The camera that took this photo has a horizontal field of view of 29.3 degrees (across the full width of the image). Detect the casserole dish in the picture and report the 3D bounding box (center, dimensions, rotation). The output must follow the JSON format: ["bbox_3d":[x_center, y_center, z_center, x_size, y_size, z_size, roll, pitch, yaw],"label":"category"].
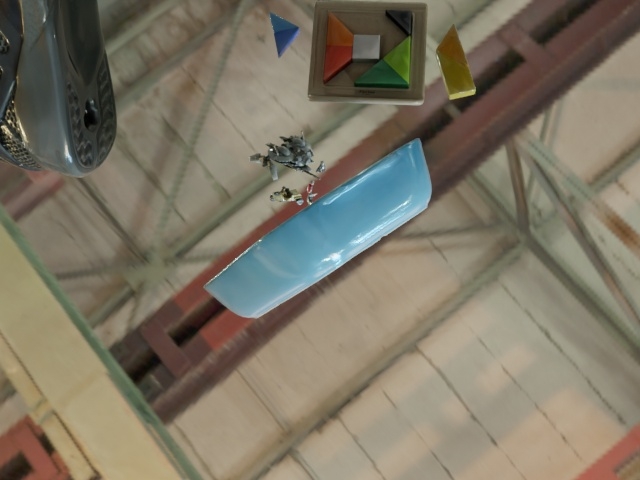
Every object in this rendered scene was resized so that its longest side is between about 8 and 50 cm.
[{"bbox_3d":[0.000,0.000,0.692,0.114,0.188,0.037,-34,-91,-24],"label":"casserole dish"}]

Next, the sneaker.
[{"bbox_3d":[-0.194,-0.151,0.705,0.130,0.087,0.227,6,-66,18],"label":"sneaker"}]

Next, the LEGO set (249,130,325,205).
[{"bbox_3d":[-0.019,-0.056,0.874,0.054,0.023,0.083,-5,-143,-22],"label":"LEGO set"}]

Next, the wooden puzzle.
[{"bbox_3d":[0.029,-0.111,0.711,0.116,0.014,0.078,-4,-115,2],"label":"wooden puzzle"}]
